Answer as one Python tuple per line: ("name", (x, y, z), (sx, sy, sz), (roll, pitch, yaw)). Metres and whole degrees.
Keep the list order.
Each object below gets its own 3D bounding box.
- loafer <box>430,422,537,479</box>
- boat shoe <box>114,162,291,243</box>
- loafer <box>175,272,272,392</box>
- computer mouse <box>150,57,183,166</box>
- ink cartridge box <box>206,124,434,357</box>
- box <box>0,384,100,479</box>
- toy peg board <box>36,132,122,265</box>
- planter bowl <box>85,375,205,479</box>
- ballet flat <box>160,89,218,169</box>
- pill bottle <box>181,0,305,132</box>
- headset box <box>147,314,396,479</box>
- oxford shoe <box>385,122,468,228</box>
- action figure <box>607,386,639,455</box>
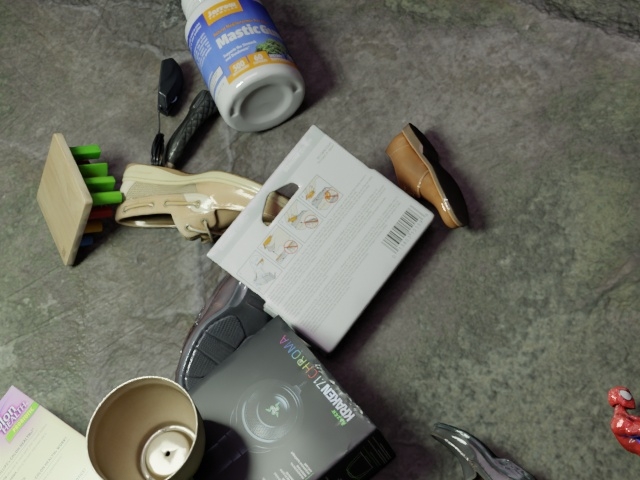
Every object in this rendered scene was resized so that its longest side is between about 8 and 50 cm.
("loafer", (0.218, 0.314, 1.764), (0.170, 0.062, 0.061), (31, 80, 29))
("boat shoe", (-0.185, -0.047, 2.051), (0.341, 0.122, 0.110), (8, 75, 33))
("loafer", (-0.134, 0.120, 1.967), (0.302, 0.109, 0.095), (-59, 24, -18))
("computer mouse", (-0.264, -0.219, 2.183), (0.041, 0.071, 0.242), (5, 57, -5))
("ink cartridge box", (0.000, 0.000, 1.942), (0.239, 0.060, 0.275), (38, 77, 4))
("box", (-0.422, 0.377, 1.892), (0.243, 0.117, 0.213), (29, 74, 27))
("toy peg board", (-0.402, -0.071, 2.127), (0.079, 0.160, 0.161), (-7, 52, -31))
("planter bowl", (-0.225, 0.281, 1.735), (0.162, 0.109, 0.162), (-8, 60, 14))
("ballet flat", (-0.223, -0.181, 2.170), (0.173, 0.049, 0.057), (-60, 21, -12))
("pill bottle", (-0.142, -0.329, 2.162), (0.152, 0.152, 0.272), (-28, 59, 1))
("headset box", (-0.082, 0.297, 1.822), (0.283, 0.131, 0.246), (-39, 58, -5))
("oxford shoe", (0.167, -0.087, 1.996), (0.076, 0.076, 0.212), (-41, 51, 17))
("action figure", (0.483, 0.299, 1.674), (0.139, 0.091, 0.280), (-31, 59, 7))
